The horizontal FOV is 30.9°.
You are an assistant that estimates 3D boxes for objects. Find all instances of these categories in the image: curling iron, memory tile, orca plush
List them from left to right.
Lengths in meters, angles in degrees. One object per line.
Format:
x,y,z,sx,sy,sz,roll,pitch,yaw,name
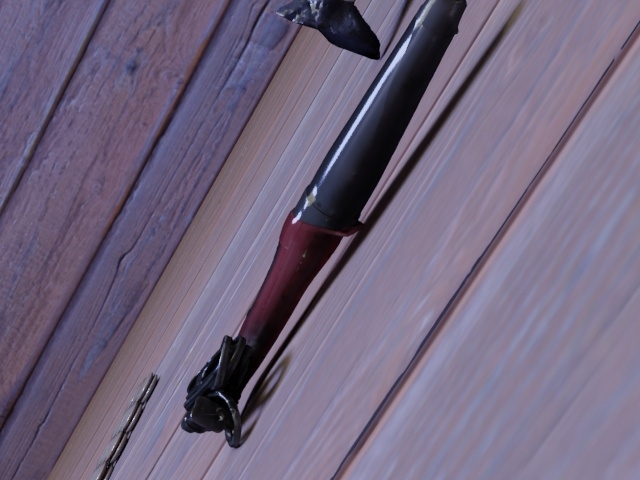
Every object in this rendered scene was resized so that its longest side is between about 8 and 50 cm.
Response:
-0.223,0.219,1.288,0.148,0.012,0.113,-64,9,-24,memory tile
0.000,0.000,0.562,0.274,0.035,0.068,-58,13,26,curling iron
0.078,-0.263,0.929,0.151,0.102,0.287,2,65,30,orca plush
